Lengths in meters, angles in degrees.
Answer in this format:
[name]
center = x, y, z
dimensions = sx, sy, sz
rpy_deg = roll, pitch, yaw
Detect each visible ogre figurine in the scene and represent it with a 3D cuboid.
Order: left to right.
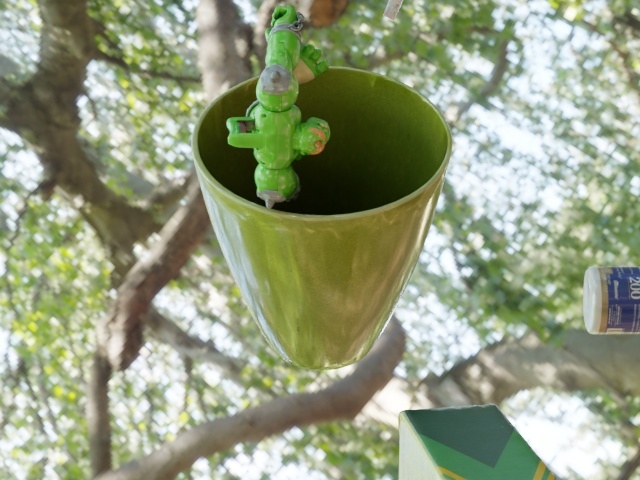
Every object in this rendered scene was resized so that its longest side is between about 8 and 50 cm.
[ogre figurine]
center = -0.040, -0.114, 1.150
dimensions = 0.118, 0.096, 0.197
rpy_deg = -78, 11, -61

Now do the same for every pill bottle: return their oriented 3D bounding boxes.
[pill bottle]
center = 0.321, 0.059, 1.152
dimensions = 0.067, 0.120, 0.067
rpy_deg = 0, -90, -86

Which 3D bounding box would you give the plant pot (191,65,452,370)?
[plant pot]
center = 0.000, 0.000, 1.336
dimensions = 0.274, 0.275, 0.294
rpy_deg = -31, -40, -31

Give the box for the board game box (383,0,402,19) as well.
[board game box]
center = 0.122, -0.378, 1.707
dimensions = 0.090, 0.020, 0.090
rpy_deg = -68, 0, -54

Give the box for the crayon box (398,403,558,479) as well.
[crayon box]
center = 0.121, 0.257, 0.761
dimensions = 0.081, 0.318, 0.202
rpy_deg = -2, -76, -8
